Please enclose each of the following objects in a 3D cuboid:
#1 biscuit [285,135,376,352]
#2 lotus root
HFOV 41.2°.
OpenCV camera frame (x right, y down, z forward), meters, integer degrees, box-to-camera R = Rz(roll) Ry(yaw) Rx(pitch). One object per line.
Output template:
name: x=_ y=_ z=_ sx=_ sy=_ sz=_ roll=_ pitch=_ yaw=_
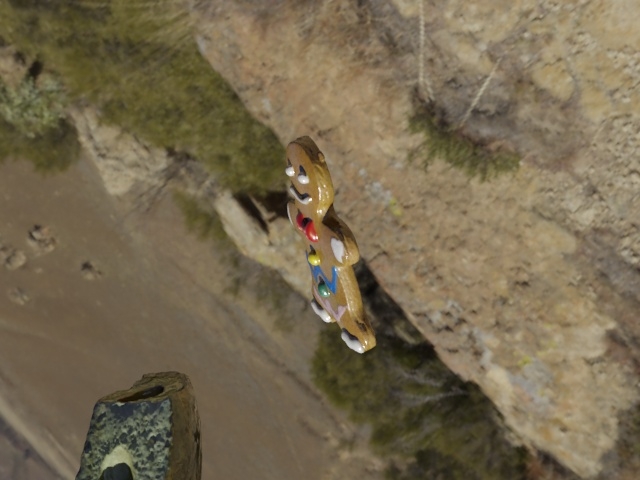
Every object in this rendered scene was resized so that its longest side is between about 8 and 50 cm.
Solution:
biscuit: x=-0.001 y=0.000 z=0.798 sx=0.138 sy=0.031 sz=0.205 roll=-138 pitch=32 yaw=-58
lotus root: x=-0.210 y=0.321 z=1.049 sx=0.142 sy=0.314 sz=0.210 roll=2 pitch=173 yaw=19
